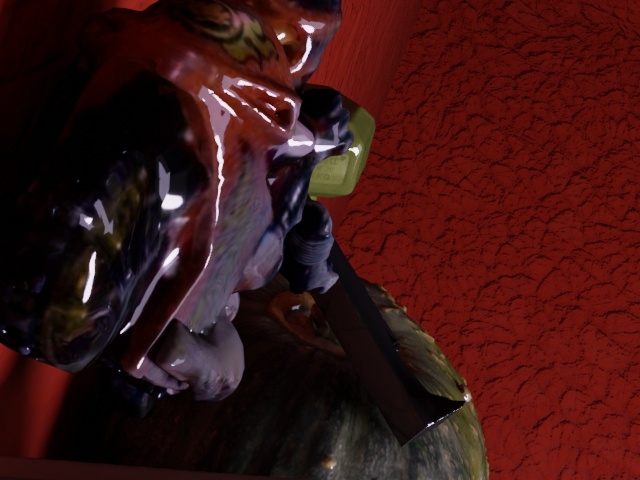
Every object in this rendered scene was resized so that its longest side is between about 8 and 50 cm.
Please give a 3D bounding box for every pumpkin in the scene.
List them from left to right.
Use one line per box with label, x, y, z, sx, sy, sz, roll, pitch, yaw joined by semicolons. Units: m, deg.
pumpkin;-0.014;0.159;0.855;0.257;0.291;0.327;-65;168;21

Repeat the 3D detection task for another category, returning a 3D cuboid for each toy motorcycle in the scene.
toy motorcycle;-0.060;-0.014;0.579;0.401;0.134;0.207;88;27;-75

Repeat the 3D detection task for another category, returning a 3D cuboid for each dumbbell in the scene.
dumbbell;-0.039;0.008;1.094;0.108;0.121;0.302;-115;-144;-53

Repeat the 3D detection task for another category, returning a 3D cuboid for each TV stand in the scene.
TV stand;0.000;0.000;0.719;0.040;0.256;0.049;-25;165;-24

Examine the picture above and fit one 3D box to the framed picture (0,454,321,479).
framed picture;-0.086;0.227;0.668;0.024;0.232;0.315;-94;-165;-46
